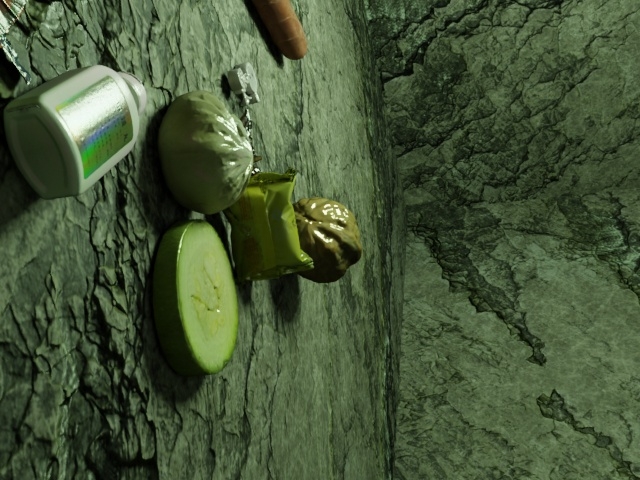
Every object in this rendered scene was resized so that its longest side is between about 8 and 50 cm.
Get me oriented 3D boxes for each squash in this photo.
[{"bbox_3d":[-0.192,0.089,1.106,0.252,0.049,0.252,-7,90,-76],"label":"squash"}]

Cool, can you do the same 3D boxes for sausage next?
[{"bbox_3d":[-0.116,-0.553,1.578,0.433,0.088,0.087,54,33,-60],"label":"sausage"}]

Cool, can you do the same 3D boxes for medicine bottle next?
[{"bbox_3d":[-0.276,-0.142,0.817,0.219,0.078,0.115,-70,148,-59],"label":"medicine bottle"}]

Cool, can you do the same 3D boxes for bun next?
[{"bbox_3d":[-0.175,-0.148,1.114,0.178,0.128,0.193,61,25,-54],"label":"bun"}]

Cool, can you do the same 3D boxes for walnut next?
[{"bbox_3d":[0.000,0.000,1.601,0.245,0.198,0.198,54,33,-56],"label":"walnut"}]

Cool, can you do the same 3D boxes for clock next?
[{"bbox_3d":[-0.157,-0.319,1.412,0.129,0.041,0.087,-62,140,-73],"label":"clock"}]

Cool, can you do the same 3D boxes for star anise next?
[{"bbox_3d":[-0.154,-0.171,1.342,0.212,0.054,0.157,52,36,-60],"label":"star anise"}]

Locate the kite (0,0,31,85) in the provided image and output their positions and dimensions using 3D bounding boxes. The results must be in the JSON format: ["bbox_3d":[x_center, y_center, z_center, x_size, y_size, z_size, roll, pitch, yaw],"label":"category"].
[{"bbox_3d":[-0.356,-0.261,0.694,0.234,0.016,0.321,66,22,-45],"label":"kite"}]

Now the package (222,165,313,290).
[{"bbox_3d":[-0.108,-0.024,1.275,0.090,0.168,0.226,-123,-157,-70],"label":"package"}]
